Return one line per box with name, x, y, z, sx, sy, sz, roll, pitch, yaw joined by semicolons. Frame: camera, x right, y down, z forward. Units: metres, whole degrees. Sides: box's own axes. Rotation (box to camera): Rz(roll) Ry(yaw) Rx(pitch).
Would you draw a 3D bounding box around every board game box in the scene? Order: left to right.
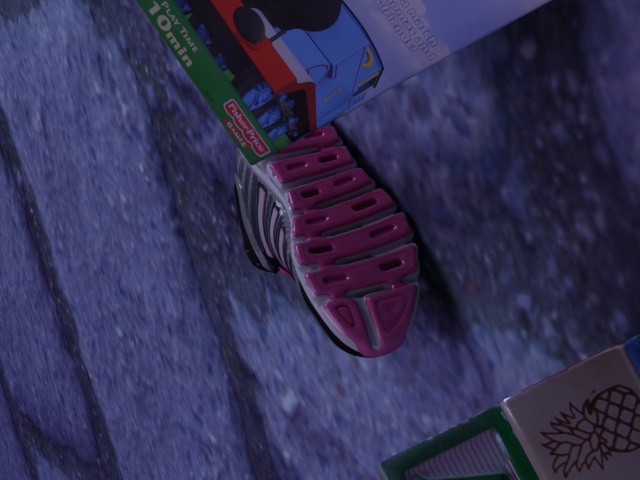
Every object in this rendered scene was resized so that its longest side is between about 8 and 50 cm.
board game box;-0.002;-0.129;0.501;0.211;0.039;0.160;-25;103;51

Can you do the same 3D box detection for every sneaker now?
sneaker;0.000;0.000;0.749;0.075;0.063;0.170;98;150;-49

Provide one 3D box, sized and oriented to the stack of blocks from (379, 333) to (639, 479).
stack of blocks;0.122;0.188;0.453;0.087;0.171;0.297;80;164;-74
